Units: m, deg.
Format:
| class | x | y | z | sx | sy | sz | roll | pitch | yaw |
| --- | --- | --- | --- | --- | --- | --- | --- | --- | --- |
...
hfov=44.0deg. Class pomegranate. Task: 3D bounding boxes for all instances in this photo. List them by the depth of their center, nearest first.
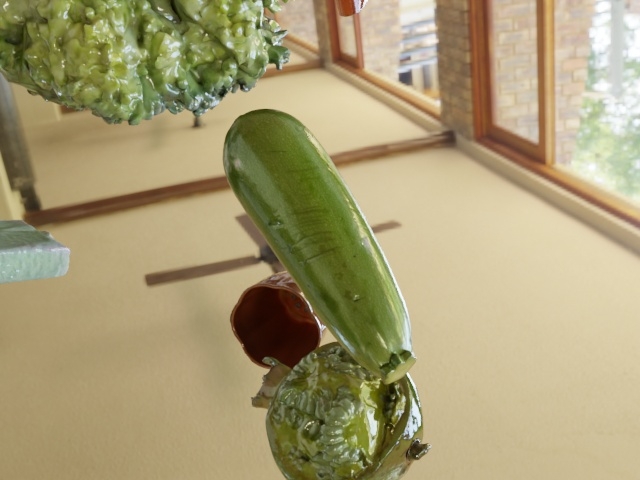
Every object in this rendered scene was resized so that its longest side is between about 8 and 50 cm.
| class | x | y | z | sx | sy | sz | roll | pitch | yaw |
| --- | --- | --- | --- | --- | --- | --- | --- | --- | --- |
| pomegranate | 0.016 | 0.285 | 1.301 | 0.341 | 0.260 | 0.260 | 20 | -145 | 40 |

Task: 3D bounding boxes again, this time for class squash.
| class | x | y | z | sx | sy | sz | roll | pitch | yaw |
| --- | --- | --- | --- | --- | --- | --- | --- | --- | --- |
| squash | 0.000 | 0.000 | 0.508 | 0.066 | 0.201 | 0.066 | -29 | 169 | -6 |

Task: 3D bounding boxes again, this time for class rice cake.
| class | x | y | z | sx | sy | sz | roll | pitch | yaw |
| --- | --- | --- | --- | --- | --- | --- | --- | --- | --- |
| rice cake | -0.311 | 0.010 | 0.613 | 0.080 | 0.042 | 0.222 | 28 | -159 | 38 |

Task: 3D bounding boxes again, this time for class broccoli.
| class | x | y | z | sx | sy | sz | roll | pitch | yaw |
| --- | --- | --- | --- | --- | --- | --- | --- | --- | --- |
| broccoli | -0.214 | -0.290 | 0.872 | 0.348 | 0.280 | 0.293 | -18 | -133 | -32 |

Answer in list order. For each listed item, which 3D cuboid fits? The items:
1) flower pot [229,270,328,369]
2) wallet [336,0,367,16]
| class | x | y | z | sx | sy | sz | roll | pitch | yaw |
| --- | --- | --- | --- | --- | --- | --- | --- | --- | --- |
| flower pot | -0.057 | 0.146 | 1.584 | 0.191 | 0.190 | 0.173 | 2 | -163 | 22 |
| wallet | 0.042 | -0.461 | 1.193 | 0.045 | 0.204 | 0.142 | 5 | -137 | 23 |
